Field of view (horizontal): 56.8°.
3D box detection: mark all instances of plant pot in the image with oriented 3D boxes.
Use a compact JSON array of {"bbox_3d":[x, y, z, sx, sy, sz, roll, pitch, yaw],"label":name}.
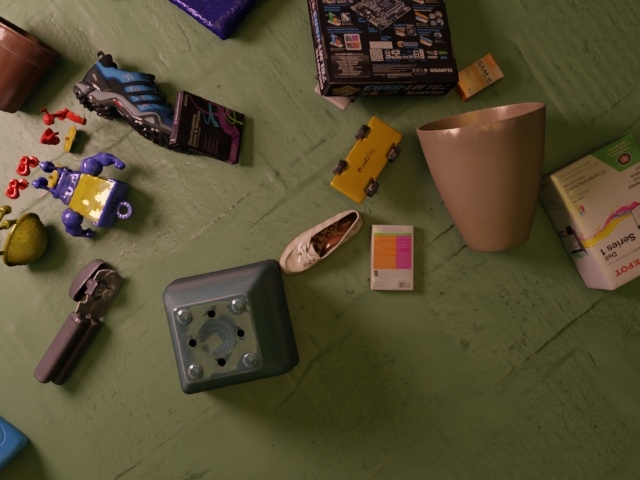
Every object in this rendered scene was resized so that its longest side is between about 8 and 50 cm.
[{"bbox_3d":[0.350,-0.124,1.234,0.257,0.256,0.274,-13,105,-1],"label":"plant pot"},{"bbox_3d":[-0.675,-0.374,1.266,0.167,0.167,0.165,33,97,0],"label":"plant pot"},{"bbox_3d":[-0.190,0.180,1.202,0.248,0.252,0.247,-12,88,-1],"label":"plant pot"}]

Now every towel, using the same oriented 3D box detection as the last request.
[{"bbox_3d":[-0.202,-0.619,1.315,0.228,0.076,0.308,38,89,7],"label":"towel"}]

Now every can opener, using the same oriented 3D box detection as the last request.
[{"bbox_3d":[-0.537,0.176,1.302,0.095,0.076,0.283,32,89,33],"label":"can opener"}]

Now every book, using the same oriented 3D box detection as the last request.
[{"bbox_3d":[0.160,0.038,1.318,0.096,0.035,0.144,1,89,-3],"label":"book"}]

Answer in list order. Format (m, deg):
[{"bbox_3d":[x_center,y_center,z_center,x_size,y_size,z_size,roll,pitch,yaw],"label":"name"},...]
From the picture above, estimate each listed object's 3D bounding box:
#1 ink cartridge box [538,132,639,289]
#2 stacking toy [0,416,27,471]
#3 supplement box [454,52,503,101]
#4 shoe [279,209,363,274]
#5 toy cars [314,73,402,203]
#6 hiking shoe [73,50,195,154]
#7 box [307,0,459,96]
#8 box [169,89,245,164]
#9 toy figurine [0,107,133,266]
[{"bbox_3d":[0.625,-0.058,1.280,0.201,0.117,0.278,-28,90,-1],"label":"ink cartridge box"},{"bbox_3d":[-0.790,0.513,1.257,0.166,0.175,0.302,36,102,-5],"label":"stacking toy"},{"bbox_3d":[0.350,-0.365,1.326,0.098,0.036,0.062,-32,90,-1],"label":"supplement box"},{"bbox_3d":[0.000,0.000,1.303,0.219,0.058,0.076,-36,89,-1],"label":"shoe"},{"bbox_3d":[0.076,-0.270,1.301,0.177,0.087,0.393,-8,85,-13],"label":"toy cars"},{"bbox_3d":[-0.373,-0.299,1.283,0.304,0.113,0.132,27,77,-7],"label":"hiking shoe"},{"bbox_3d":[0.128,-0.455,1.258,0.296,0.073,0.293,-6,78,-16],"label":"box"},{"bbox_3d":[-0.240,-0.239,1.267,0.162,0.029,0.116,13,80,-42],"label":"box"},{"bbox_3d":[-0.513,-0.073,1.245,0.217,0.191,0.362,23,90,-5],"label":"toy figurine"}]
